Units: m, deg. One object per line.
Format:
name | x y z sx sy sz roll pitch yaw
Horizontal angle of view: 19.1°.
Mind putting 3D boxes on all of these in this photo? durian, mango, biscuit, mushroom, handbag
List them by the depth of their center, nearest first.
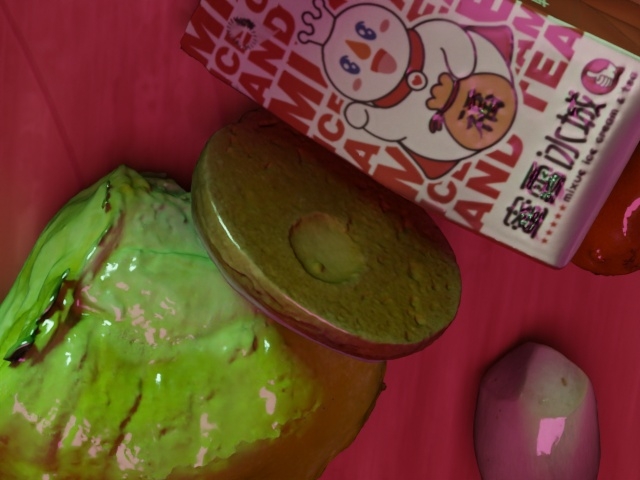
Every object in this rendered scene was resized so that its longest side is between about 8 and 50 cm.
handbag | 0.066 -0.122 1.263 0.298 0.151 0.171 23 113 -7
biscuit | 0.000 0.000 1.275 0.208 0.181 0.049 54 133 19
durian | -0.121 0.092 1.309 0.340 0.204 0.255 24 96 -12
mango | 0.224 -0.028 1.349 0.077 0.063 0.127 39 104 -6
mushroom | 0.156 0.175 1.409 0.097 0.088 0.212 9 116 4
